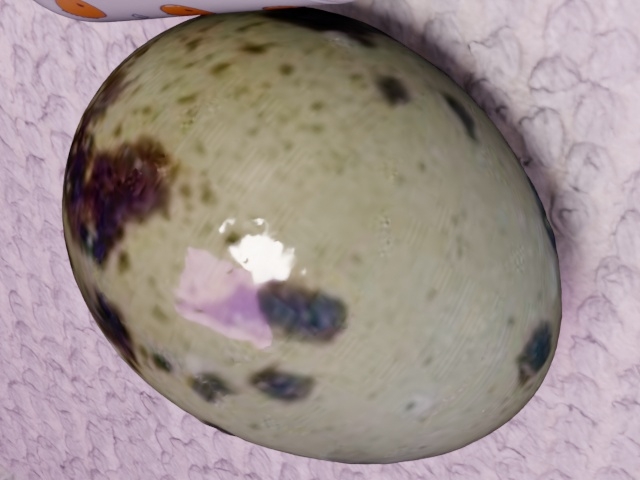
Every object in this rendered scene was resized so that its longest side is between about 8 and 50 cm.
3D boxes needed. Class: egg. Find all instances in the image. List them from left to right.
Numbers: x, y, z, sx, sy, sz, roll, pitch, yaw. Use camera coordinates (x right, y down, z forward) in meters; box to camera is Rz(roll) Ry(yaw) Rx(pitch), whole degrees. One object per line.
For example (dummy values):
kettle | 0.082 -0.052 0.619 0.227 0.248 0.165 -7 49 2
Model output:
egg | 0.000 0.000 1.140 0.428 0.345 0.345 28 146 -4

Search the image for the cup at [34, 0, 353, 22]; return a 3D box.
cup | -0.106 -0.271 1.055 0.317 0.212 0.212 3 131 45
